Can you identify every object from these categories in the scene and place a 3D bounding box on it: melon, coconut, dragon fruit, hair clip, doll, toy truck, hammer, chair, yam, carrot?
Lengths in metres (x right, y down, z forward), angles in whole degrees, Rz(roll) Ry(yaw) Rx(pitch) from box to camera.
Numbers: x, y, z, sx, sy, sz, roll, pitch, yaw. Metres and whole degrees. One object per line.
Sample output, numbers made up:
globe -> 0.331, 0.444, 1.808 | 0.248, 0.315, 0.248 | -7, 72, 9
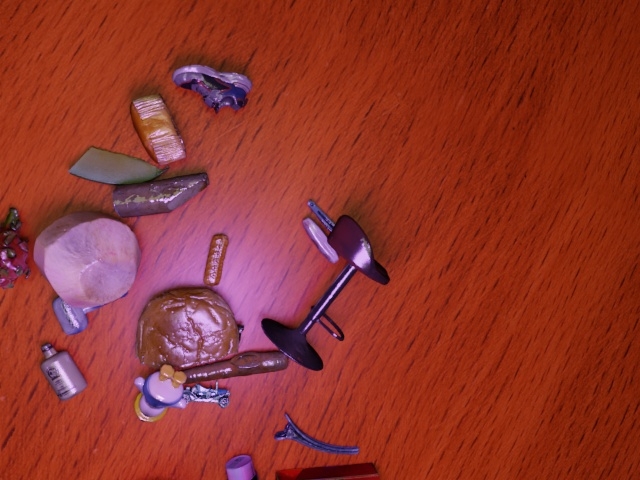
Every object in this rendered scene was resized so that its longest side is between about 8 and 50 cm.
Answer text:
melon -> -0.567, -0.206, 1.446 | 0.261, 0.053, 0.114 | 3, 72, -16
coconut -> -0.614, 0.045, 1.344 | 0.259, 0.259, 0.259 | 0, 91, -12
dragon fruit -> -0.847, 0.018, 1.346 | 0.137, 0.135, 0.236 | -8, 72, -13
hair clip -> 0.040, -0.036, 1.568 | 0.229, 0.070, 0.039 | 43, 82, -2
doll -> -0.446, 0.427, 1.395 | 0.135, 0.241, 0.099 | 6, 54, -33
toy truck -> -0.338, 0.444, 1.481 | 0.154, 0.080, 0.078 | 8, 72, -12
hair clip -> -0.006, 0.621, 1.574 | 0.275, 0.048, 0.083 | 27, 84, -16
hammer -> -0.636, 0.177, 1.422 | 0.194, 0.069, 0.116 | -25, 95, -19
chair -> 0.035, 0.144, 1.438 | 0.226, 0.226, 0.401 | 35, 96, -10
yam -> -0.441, -0.128, 1.435 | 0.259, 0.106, 0.106 | -9, 93, -10
carrot -> -0.263, 0.376, 1.500 | 0.342, 0.070, 0.070 | -7, 92, -10

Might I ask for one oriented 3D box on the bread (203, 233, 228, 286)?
bread -> -0.308, 0.058, 1.494 | 0.052, 0.044, 0.157 | 12, 89, -18

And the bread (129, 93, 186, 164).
bread -> -0.454, -0.306, 1.413 | 0.114, 0.132, 0.191 | -20, 91, -12

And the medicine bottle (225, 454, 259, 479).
medicine bottle -> -0.220, 0.736, 1.484 | 0.094, 0.119, 0.188 | -12, 94, -12

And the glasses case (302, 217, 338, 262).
glasses case -> 0.000, 0.000, 1.549 | 0.041, 0.063, 0.164 | -38, 99, -12

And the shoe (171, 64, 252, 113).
shoe -> -0.311, -0.421, 1.458 | 0.227, 0.099, 0.126 | 4, 87, -16

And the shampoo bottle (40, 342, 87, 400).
shampoo bottle -> -0.714, 0.354, 1.395 | 0.079, 0.079, 0.162 | -29, 97, -10

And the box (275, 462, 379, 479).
box -> 0.019, 0.804, 1.552 | 0.313, 0.089, 0.198 | 1, 92, -13

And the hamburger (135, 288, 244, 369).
hamburger -> -0.371, 0.239, 1.441 | 0.308, 0.132, 0.211 | -3, 95, -9
